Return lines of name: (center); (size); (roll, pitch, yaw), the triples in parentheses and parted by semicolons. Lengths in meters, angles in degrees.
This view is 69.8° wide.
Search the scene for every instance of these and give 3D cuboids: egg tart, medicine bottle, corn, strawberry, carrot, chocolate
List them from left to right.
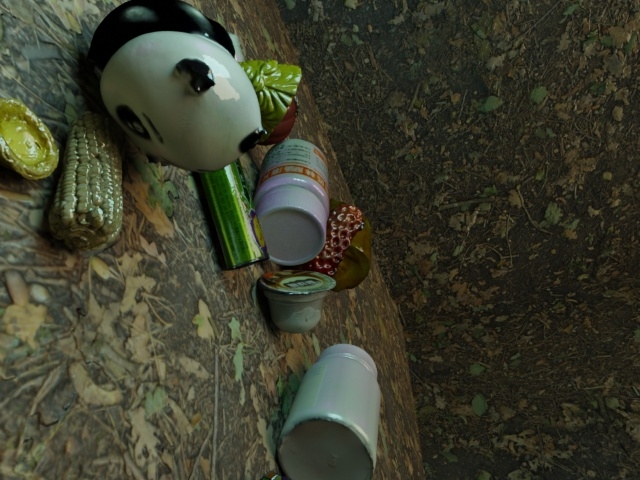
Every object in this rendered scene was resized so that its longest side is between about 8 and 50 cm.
egg tart: (-0.365, -0.119, 0.551); (0.105, 0.039, 0.105); (-17, 90, -77)
corn: (-0.316, -0.080, 0.630); (0.087, 0.087, 0.210); (55, 16, -53)
medicine bottle: (-0.083, -0.120, 1.322); (0.388, 0.220, 0.219); (-88, 156, -54)
chocolate: (-0.071, 0.162, 1.188); (0.221, 0.222, 0.146); (-49, 149, -75)
strawberry: (-0.007, 0.015, 1.412); (0.150, 0.280, 0.253); (30, 47, -14)
medicine bottle: (0.039, 0.415, 1.123); (0.378, 0.214, 0.213); (-52, 124, -73)
carrot: (0.074, 0.023, 1.746); (0.340, 0.242, 0.241); (-82, 152, -53)

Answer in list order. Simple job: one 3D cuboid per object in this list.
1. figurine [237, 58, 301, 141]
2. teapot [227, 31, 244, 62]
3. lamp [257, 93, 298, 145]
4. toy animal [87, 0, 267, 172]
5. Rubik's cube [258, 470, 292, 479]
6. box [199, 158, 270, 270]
figurine: (-0.224, -0.351, 0.950); (0.316, 0.187, 0.167); (23, 75, -24)
teapot: (-0.259, -0.387, 1.078); (0.221, 0.164, 0.177); (-56, 132, -72)
lamp: (-0.163, -0.397, 1.367); (0.227, 0.227, 0.226); (-18, 90, -77)
toy animal: (-0.224, -0.244, 0.735); (0.310, 0.251, 0.251); (48, -2, 33)
Rubik's cube: (-0.085, 0.468, 0.813); (0.111, 0.093, 0.111); (-16, 90, -77)
box: (-0.214, -0.108, 1.043); (0.134, 0.097, 0.345); (9, 63, -85)
